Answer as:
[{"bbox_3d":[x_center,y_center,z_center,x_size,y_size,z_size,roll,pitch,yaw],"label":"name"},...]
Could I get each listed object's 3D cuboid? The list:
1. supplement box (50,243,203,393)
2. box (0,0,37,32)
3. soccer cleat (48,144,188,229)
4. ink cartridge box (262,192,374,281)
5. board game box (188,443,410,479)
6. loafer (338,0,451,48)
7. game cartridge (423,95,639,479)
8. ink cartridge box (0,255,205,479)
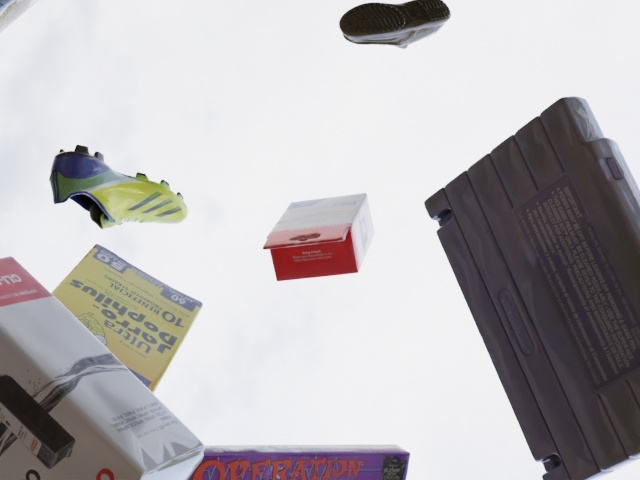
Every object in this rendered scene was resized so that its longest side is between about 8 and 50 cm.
[{"bbox_3d":[-0.324,0.178,1.717,0.195,0.194,0.356,-59,-176,19],"label":"supplement box"},{"bbox_3d":[-0.169,-0.115,0.490,0.027,0.094,0.137,-48,-171,36],"label":"box"},{"bbox_3d":[-0.345,-0.065,2.068,0.093,0.289,0.121,-11,-114,38],"label":"soccer cleat"},{"bbox_3d":[0.000,0.000,1.897,0.134,0.078,0.231,-7,-162,14],"label":"ink cartridge box"},{"bbox_3d":[-0.046,0.382,1.652,0.056,0.346,0.208,12,-83,61],"label":"board game box"},{"bbox_3d":[0.089,-0.256,1.463,0.050,0.148,0.056,108,-35,-50],"label":"loafer"},{"bbox_3d":[0.259,0.057,1.249,0.230,0.068,0.355,-36,-114,36],"label":"game cartridge"},{"bbox_3d":[-0.270,0.178,1.101,0.273,0.114,0.197,41,-71,14],"label":"ink cartridge box"}]
